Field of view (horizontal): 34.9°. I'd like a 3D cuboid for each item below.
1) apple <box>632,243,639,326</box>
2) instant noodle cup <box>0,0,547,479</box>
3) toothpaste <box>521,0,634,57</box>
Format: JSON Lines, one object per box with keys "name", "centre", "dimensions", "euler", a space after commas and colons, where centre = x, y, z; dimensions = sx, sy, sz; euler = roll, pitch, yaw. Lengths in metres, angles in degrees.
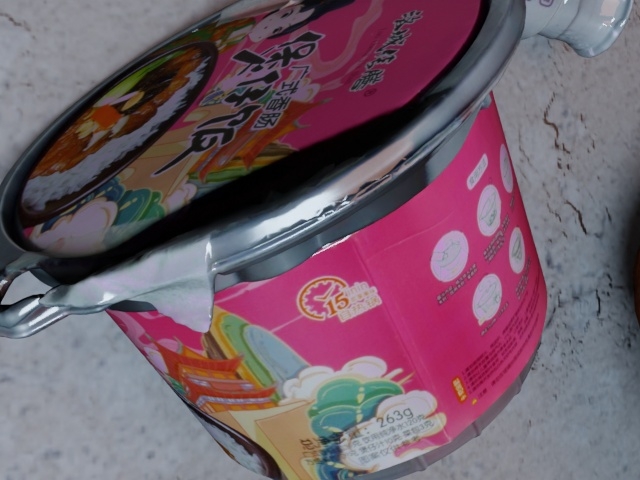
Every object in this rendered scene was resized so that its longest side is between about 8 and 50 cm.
{"name": "apple", "centre": [0.387, 0.068, 0.650], "dimensions": [0.338, 0.305, 0.339], "euler": [51, 22, -30]}
{"name": "instant noodle cup", "centre": [0.000, 0.000, 0.491], "dimensions": [0.302, 0.258, 0.182], "euler": [-40, 121, -22]}
{"name": "toothpaste", "centre": [0.061, -0.191, 0.640], "dimensions": [0.299, 0.073, 0.114], "euler": [14, 78, -23]}
